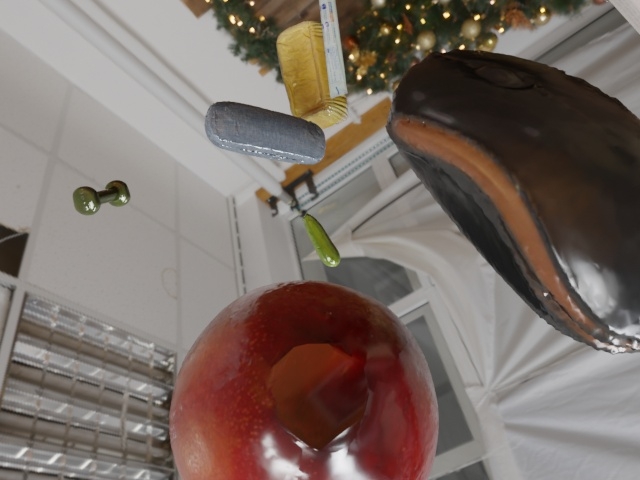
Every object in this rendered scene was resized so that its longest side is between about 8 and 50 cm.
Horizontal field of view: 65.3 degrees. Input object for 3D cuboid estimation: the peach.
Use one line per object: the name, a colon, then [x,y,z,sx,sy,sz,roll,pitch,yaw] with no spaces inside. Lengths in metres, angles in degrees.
peach: [-0.014,0.231,0.685,0.388,0.389,0.388,49,-160,-25]

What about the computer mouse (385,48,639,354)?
computer mouse: [0.191,-0.059,0.414,0.323,0.183,0.116,54,155,23]

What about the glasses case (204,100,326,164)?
glasses case: [-0.115,-0.236,1.107,0.283,0.067,0.109,6,-113,-26]

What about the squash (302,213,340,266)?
squash: [0.000,0.000,1.670,0.201,0.066,0.066,58,-162,1]

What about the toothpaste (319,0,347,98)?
toothpaste: [0.023,-0.404,1.018,0.033,0.052,0.217,-13,-81,-41]

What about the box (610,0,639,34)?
box: [0.734,-0.540,1.043,0.252,0.203,0.106,41,172,-10]

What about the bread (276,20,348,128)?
bread: [-0.020,-0.454,1.381,0.119,0.153,0.287,-5,-98,-64]

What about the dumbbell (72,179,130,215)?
dumbbell: [-0.390,-0.078,0.895,0.118,0.046,0.052,-51,-48,-74]
